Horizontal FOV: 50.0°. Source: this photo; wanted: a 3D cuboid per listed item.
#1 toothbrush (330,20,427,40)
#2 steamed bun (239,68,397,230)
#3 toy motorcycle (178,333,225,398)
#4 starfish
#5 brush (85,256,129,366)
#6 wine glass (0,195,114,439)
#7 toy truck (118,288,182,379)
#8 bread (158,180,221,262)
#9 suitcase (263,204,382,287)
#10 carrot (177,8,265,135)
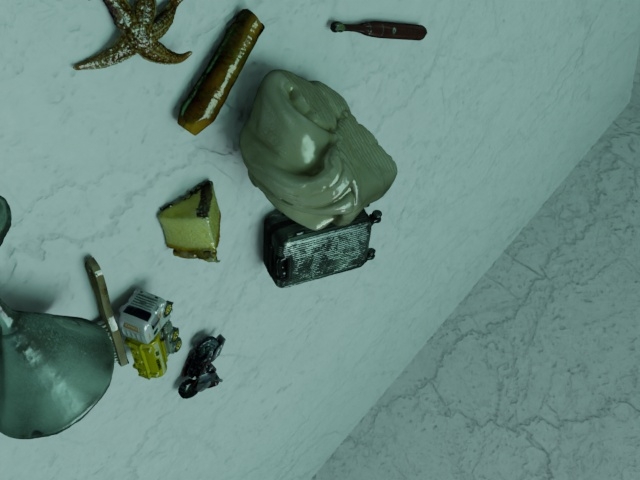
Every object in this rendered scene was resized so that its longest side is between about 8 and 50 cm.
[{"bbox_3d":[0.144,-0.503,1.635,0.364,0.041,0.040,-15,134,-48],"label":"toothbrush"},{"bbox_3d":[-0.026,-0.172,1.503,0.255,0.342,0.368,-38,166,28],"label":"steamed bun"},{"bbox_3d":[-0.311,0.345,1.877,0.122,0.082,0.213,-8,130,-50],"label":"toy motorcycle"},{"bbox_3d":[-0.305,-0.348,1.149,0.238,0.057,0.213,-48,144,-9],"label":"starfish"},{"bbox_3d":[-0.474,0.166,1.473,0.065,0.070,0.327,-23,140,-26],"label":"brush"},{"bbox_3d":[-0.532,0.122,1.154,0.267,0.267,0.405,-37,144,-25],"label":"wine glass"},{"bbox_3d":[-0.391,0.219,1.570,0.226,0.098,0.114,91,22,-47],"label":"toy truck"},{"bbox_3d":[-0.274,-0.045,1.523,0.147,0.127,0.152,87,15,-47],"label":"bread"},{"bbox_3d":[0.000,0.000,1.824,0.312,0.128,0.202,-16,138,-20],"label":"suitcase"},{"bbox_3d":[-0.193,-0.323,1.327,0.260,0.070,0.070,-59,151,6],"label":"carrot"}]
